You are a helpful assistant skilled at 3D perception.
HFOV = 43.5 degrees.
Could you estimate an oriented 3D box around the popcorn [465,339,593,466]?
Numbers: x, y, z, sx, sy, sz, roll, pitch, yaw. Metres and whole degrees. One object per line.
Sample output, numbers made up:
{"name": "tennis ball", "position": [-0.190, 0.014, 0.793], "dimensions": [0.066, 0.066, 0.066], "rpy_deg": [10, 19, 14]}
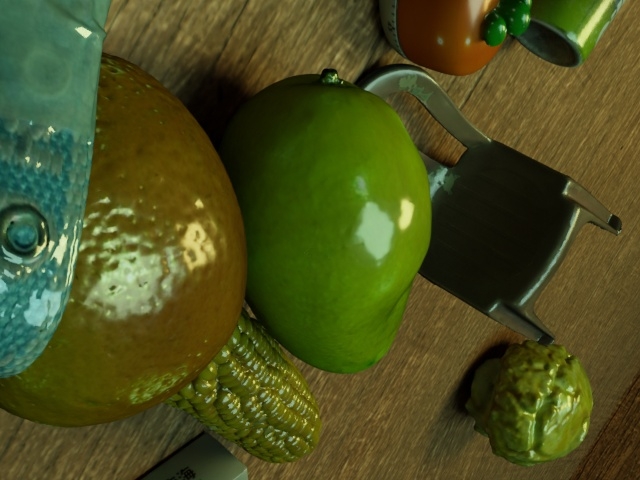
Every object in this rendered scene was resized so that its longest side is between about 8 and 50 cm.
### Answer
{"name": "popcorn", "position": [0.342, 0.260, 1.297], "dimensions": [0.221, 0.184, 0.204], "rpy_deg": [31, 86, -56]}

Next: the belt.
{"name": "belt", "position": [-0.135, -0.093, 0.346], "dimensions": [0.072, 0.087, 0.302], "rpy_deg": [20, 71, -45]}

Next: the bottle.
{"name": "bottle", "position": [0.321, -0.339, 0.825], "dimensions": [0.330, 0.093, 0.093], "rpy_deg": [-56, 148, -1]}

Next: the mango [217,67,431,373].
{"name": "mango", "position": [-0.003, -0.008, 0.610], "dimensions": [0.149, 0.185, 0.273], "rpy_deg": [-21, 155, -12]}

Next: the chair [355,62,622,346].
{"name": "chair", "position": [0.152, -0.026, 0.793], "dimensions": [0.326, 0.183, 0.175], "rpy_deg": [21, 100, -58]}

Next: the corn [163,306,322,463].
{"name": "corn", "position": [-0.064, 0.133, 0.724], "dimensions": [0.102, 0.102, 0.313], "rpy_deg": [-51, 149, -9]}

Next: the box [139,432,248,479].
{"name": "box", "position": [-0.147, 0.326, 0.809], "dimensions": [0.155, 0.067, 0.243], "rpy_deg": [-33, 141, -34]}

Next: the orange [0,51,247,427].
{"name": "orange", "position": [-0.132, 0.014, 0.474], "dimensions": [0.179, 0.158, 0.237], "rpy_deg": [-33, 141, -35]}

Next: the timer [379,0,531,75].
{"name": "timer", "position": [0.115, -0.195, 0.656], "dimensions": [0.099, 0.136, 0.136], "rpy_deg": [-35, 142, -21]}
